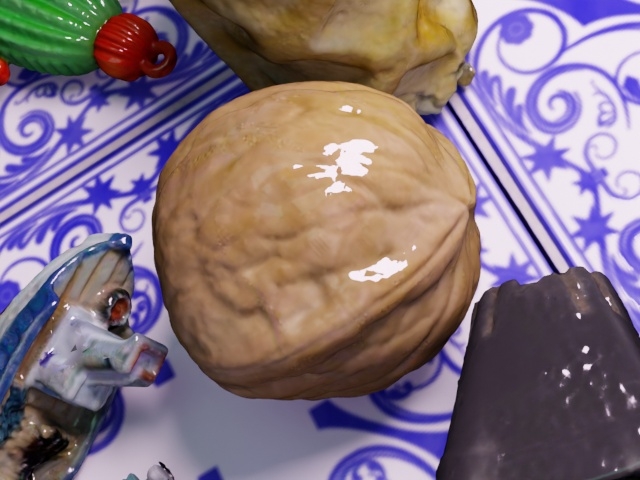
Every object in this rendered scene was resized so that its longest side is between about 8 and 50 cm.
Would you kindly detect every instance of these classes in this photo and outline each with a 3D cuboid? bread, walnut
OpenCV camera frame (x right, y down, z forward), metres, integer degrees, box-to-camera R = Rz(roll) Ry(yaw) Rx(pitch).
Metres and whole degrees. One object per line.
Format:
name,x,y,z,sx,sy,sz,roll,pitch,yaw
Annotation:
bread,-0.003,-0.208,0.978,0.196,0.252,0.238,-10,69,17
walnut,0.000,0.000,0.913,0.228,0.228,0.228,-7,68,17

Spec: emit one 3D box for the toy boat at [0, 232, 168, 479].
toy boat,-0.192,0.118,0.988,0.115,0.114,0.262,28,86,39

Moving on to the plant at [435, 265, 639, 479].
plant,0.157,0.146,0.845,0.164,0.142,0.256,-11,55,15

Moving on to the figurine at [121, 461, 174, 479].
figurine,-0.151,0.201,0.984,0.106,0.047,0.060,-37,78,-2

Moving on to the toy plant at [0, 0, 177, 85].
toy plant,-0.223,-0.201,1.144,0.240,0.088,0.155,-1,68,19
